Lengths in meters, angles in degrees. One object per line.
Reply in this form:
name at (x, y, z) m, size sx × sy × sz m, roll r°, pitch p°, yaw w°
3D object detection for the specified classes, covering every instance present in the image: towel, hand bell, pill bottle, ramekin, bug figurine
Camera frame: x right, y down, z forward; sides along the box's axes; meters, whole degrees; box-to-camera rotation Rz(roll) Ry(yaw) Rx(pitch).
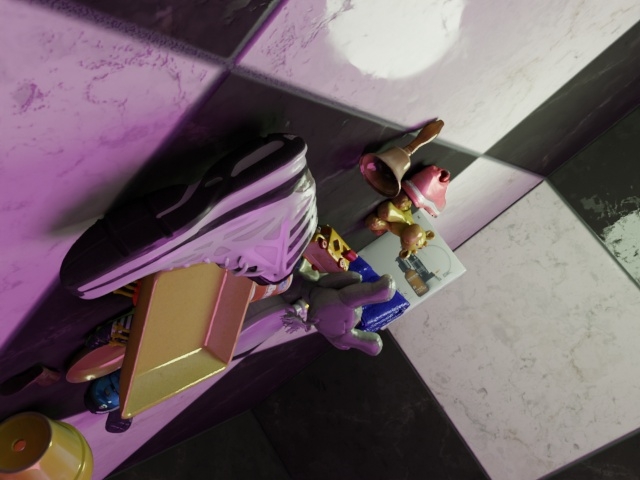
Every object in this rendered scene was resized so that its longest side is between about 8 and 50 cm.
towel at (0.122, 0.166, 1.846) m, size 0.227 × 0.308 × 0.076 m, roll -28°, pitch 144°, yaw -26°
hand bell at (0.221, -0.227, 1.347) m, size 0.242 × 0.126 × 0.126 m, roll -42°, pitch 167°, yaw -21°
pill bottle at (-0.057, 0.252, 2.146) m, size 0.116 × 0.065 × 0.065 m, roll -24°, pitch 160°, yaw -30°
ramekin at (-0.225, 0.238, 1.690) m, size 0.273 × 0.127 × 0.273 m, roll -30°, pitch 163°, yaw -10°
pill bottle at (-0.182, 0.096, 1.392) m, size 0.216 × 0.121 × 0.121 m, roll -13°, pitch 153°, yaw -50°
bug figurine at (-0.342, 0.147, 1.213) m, size 0.279 × 0.072 × 0.216 m, roll 11°, pitch 100°, yaw -69°

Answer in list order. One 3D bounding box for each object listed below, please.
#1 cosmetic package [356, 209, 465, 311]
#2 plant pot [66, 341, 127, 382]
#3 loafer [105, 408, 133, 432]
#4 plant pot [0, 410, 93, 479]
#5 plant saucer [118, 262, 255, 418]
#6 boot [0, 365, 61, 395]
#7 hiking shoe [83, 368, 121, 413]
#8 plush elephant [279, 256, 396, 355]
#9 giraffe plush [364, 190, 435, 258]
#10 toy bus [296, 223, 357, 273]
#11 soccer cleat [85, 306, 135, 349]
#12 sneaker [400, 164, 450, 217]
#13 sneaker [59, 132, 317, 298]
cosmetic package at (0.299, 0.109, 2.045) m, size 0.377 × 0.284 × 0.097 m, roll -35°, pitch 162°, yaw 1°
plant pot at (-0.535, 0.285, 1.405) m, size 0.236 × 0.032 × 0.236 m, roll -32°, pitch 163°, yaw -11°
loafer at (-0.643, 0.532, 1.825) m, size 0.109 × 0.095 × 0.302 m, roll 17°, pitch 130°, yaw -29°
plant pot at (-0.765, 0.583, 1.467) m, size 0.254 × 0.254 × 0.239 m, roll -26°, pitch 146°, yaw -24°
plant saucer at (-0.283, 0.166, 1.165) m, size 0.333 × 0.081 × 0.333 m, roll -13°, pitch 127°, yaw -60°
boot at (-0.671, 0.331, 1.281) m, size 0.106 × 0.037 × 0.114 m, roll -27°, pitch 167°, yaw -14°
hiking shoe at (-0.518, 0.368, 1.539) m, size 0.132 × 0.113 × 0.304 m, roll -43°, pitch 172°, yaw 36°
plush elephant at (0.039, 0.176, 1.666) m, size 0.330 × 0.255 × 0.272 m, roll -2°, pitch 118°, yaw -5°
giraffe plush at (0.268, -0.038, 1.778) m, size 0.181 × 0.170 × 0.210 m, roll -42°, pitch 162°, yaw 23°
toy bus at (0.001, 0.007, 1.516) m, size 0.202 × 0.191 × 0.104 m, roll 118°, pitch -11°, yaw -58°
soccer cleat at (-0.457, 0.211, 1.276) m, size 0.179 × 0.072 × 0.060 m, roll -32°, pitch 163°, yaw -8°
sneaker at (0.359, -0.159, 1.717) m, size 0.136 × 0.116 × 0.314 m, roll -41°, pitch 162°, yaw 18°
sneaker at (-0.182, 0.025, 0.942) m, size 0.447 × 0.169 × 0.257 m, roll -31°, pitch 128°, yaw -16°
